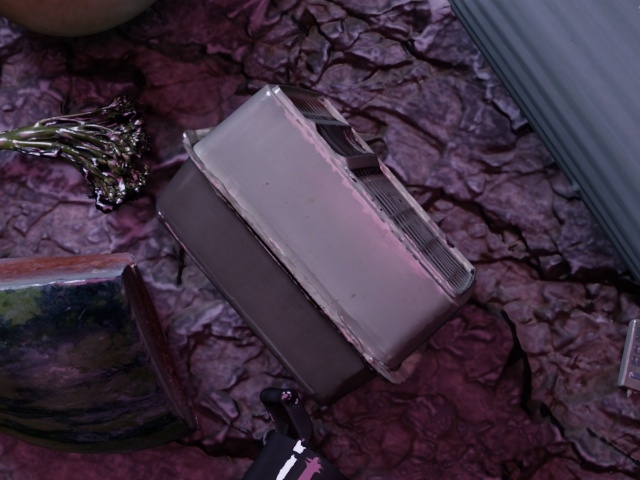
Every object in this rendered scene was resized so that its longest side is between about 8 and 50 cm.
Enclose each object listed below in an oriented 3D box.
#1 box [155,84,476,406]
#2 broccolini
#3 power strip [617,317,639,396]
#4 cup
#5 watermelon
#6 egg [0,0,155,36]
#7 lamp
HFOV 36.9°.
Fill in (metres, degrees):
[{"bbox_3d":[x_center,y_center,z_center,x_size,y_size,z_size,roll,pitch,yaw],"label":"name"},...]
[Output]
[{"bbox_3d":[0.000,0.000,0.885,0.166,0.220,0.290,-42,84,13],"label":"box"},{"bbox_3d":[-0.293,-0.057,0.961,0.272,0.062,0.123,-20,66,-11],"label":"broccolini"},{"bbox_3d":[0.324,0.120,0.979,0.027,0.017,0.083,15,78,2],"label":"power strip"},{"bbox_3d":[0.357,-0.163,0.922,0.310,0.401,0.392,-40,79,25],"label":"cup"},{"bbox_3d":[-0.231,0.070,0.885,0.213,0.261,0.201,-3,52,0],"label":"watermelon"},{"bbox_3d":[-0.219,-0.329,0.935,0.295,0.218,0.218,-39,84,-19],"label":"egg"},{"bbox_3d":[-0.041,0.276,0.886,0.172,0.147,0.227,40,73,-9],"label":"lamp"}]
